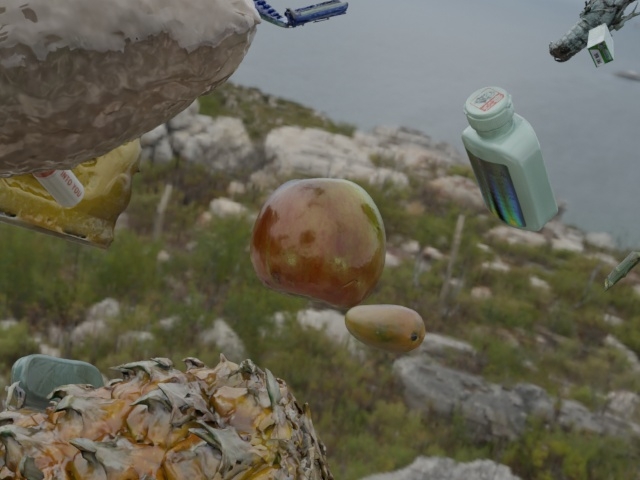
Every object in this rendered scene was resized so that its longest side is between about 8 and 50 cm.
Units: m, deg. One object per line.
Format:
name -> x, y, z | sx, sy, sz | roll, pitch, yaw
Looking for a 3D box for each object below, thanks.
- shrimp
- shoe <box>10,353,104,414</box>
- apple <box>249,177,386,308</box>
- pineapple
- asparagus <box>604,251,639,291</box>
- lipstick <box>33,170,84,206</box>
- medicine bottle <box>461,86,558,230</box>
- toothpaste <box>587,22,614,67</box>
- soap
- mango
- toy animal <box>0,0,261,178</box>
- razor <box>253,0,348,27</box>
shrimp -> 0.417, -0.324, 1.367 | 0.082, 0.174, 0.076 | 39, 30, -11
shoe -> -0.361, 0.196, 1.220 | 0.078, 0.079, 0.195 | -4, -19, 15
apple -> 0.000, 0.000, 1.278 | 0.196, 0.196, 0.196 | 11, 20, -4
pineapple -> -0.133, 0.259, 0.764 | 0.300, 0.352, 0.352 | -16, 17, 10
asparagus -> 0.532, 0.053, 1.617 | 0.108, 0.025, 0.021 | -38, 54, -18
lipstick -> -0.318, -0.084, 1.074 | 0.038, 0.038, 0.131 | 19, -20, 15
medicine bottle -> 0.272, -0.121, 1.353 | 0.083, 0.229, 0.121 | -42, 43, -12
toothpaste -> 0.247, -0.173, 0.808 | 0.017, 0.020, 0.083 | -23, 14, 25
soap -> -0.431, -0.139, 1.443 | 0.143, 0.259, 0.281 | 6, -11, 41
mango -> 0.121, 0.168, 1.769 | 0.163, 0.090, 0.111 | 4, 10, 13
toy animal -> -0.236, -0.160, 0.700 | 0.358, 0.188, 0.226 | -14, 59, -11
razor -> -0.103, -0.355, 1.312 | 0.093, 0.056, 0.324 | -23, 42, -35
